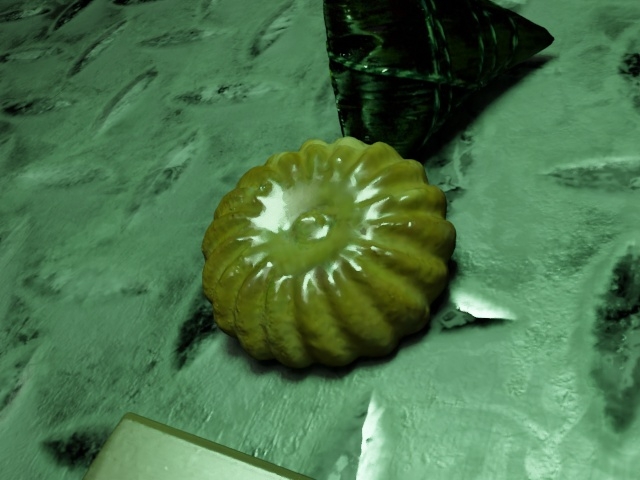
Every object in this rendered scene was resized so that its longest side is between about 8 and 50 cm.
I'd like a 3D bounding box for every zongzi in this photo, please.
[{"bbox_3d":[0.124,-0.224,1.075,0.319,0.361,0.384,8,11,35],"label":"zongzi"}]

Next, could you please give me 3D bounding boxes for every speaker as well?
[{"bbox_3d":[-0.086,0.277,0.590,0.231,0.153,0.192,14,50,19],"label":"speaker"}]

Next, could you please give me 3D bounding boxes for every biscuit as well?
[{"bbox_3d":[0.000,0.000,0.879,0.326,0.107,0.325,-7,58,12],"label":"biscuit"}]
